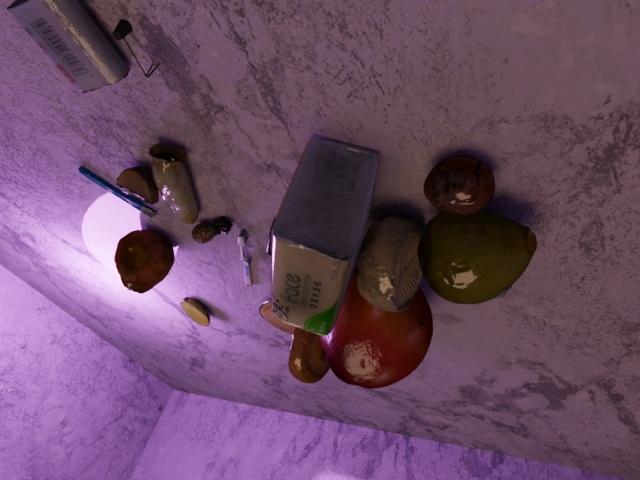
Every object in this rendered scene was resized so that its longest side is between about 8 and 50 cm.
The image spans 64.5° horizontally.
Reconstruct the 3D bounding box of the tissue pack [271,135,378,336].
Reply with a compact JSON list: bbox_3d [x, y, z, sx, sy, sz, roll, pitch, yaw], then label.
[{"bbox_3d":[0.000,0.000,1.285,0.205,0.332,0.405,17,146,4],"label":"tissue pack"}]

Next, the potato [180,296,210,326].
[{"bbox_3d":[-0.565,0.317,2.316,0.119,0.054,0.198,-7,133,37],"label":"potato"}]

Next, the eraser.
[{"bbox_3d":[-0.577,-0.463,1.173,0.174,0.081,0.227,-3,139,27],"label":"eraser"}]

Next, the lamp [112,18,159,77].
[{"bbox_3d":[-0.423,-0.434,1.151,0.041,0.054,0.121,-7,138,36],"label":"lamp"}]

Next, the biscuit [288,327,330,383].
[{"bbox_3d":[-0.009,0.386,1.881,0.102,0.296,0.296,10,146,30],"label":"biscuit"}]

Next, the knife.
[{"bbox_3d":[-0.681,-0.162,1.717,0.296,0.026,0.044,35,142,-16],"label":"knife"}]

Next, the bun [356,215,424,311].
[{"bbox_3d":[0.179,0.057,1.349,0.152,0.259,0.259,16,149,30],"label":"bun"}]

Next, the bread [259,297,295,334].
[{"bbox_3d":[-0.125,0.311,2.068,0.267,0.040,0.267,14,146,10],"label":"bread"}]

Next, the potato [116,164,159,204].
[{"bbox_3d":[-0.530,-0.181,1.546,0.172,0.089,0.100,27,-163,30],"label":"potato"}]

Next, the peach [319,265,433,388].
[{"bbox_3d":[0.162,0.271,1.556,0.388,0.388,0.388,15,146,10],"label":"peach"}]

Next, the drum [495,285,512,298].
[{"bbox_3d":[0.486,0.078,1.386,0.130,0.049,0.253,20,144,4],"label":"drum"}]

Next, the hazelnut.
[{"bbox_3d":[0.308,-0.116,1.129,0.154,0.143,0.143,9,145,21],"label":"hazelnut"}]

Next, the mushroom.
[{"bbox_3d":[-0.437,-0.163,1.525,0.107,0.087,0.333,16,149,6],"label":"mushroom"}]

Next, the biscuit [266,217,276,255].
[{"bbox_3d":[-0.057,0.036,1.579,0.235,0.063,0.151,31,128,11],"label":"biscuit"}]

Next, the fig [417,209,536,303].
[{"bbox_3d":[0.373,0.026,1.213,0.271,0.239,0.239,-22,129,30],"label":"fig"}]

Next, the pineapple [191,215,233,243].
[{"bbox_3d":[-0.354,-0.036,1.677,0.159,0.074,0.074,-15,133,36],"label":"pineapple"}]

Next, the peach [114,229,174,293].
[{"bbox_3d":[-0.648,0.084,1.864,0.214,0.235,0.214,9,153,5],"label":"peach"}]

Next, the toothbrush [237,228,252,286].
[{"bbox_3d":[-0.270,0.081,1.821,0.040,0.040,0.386,17,147,7],"label":"toothbrush"}]
